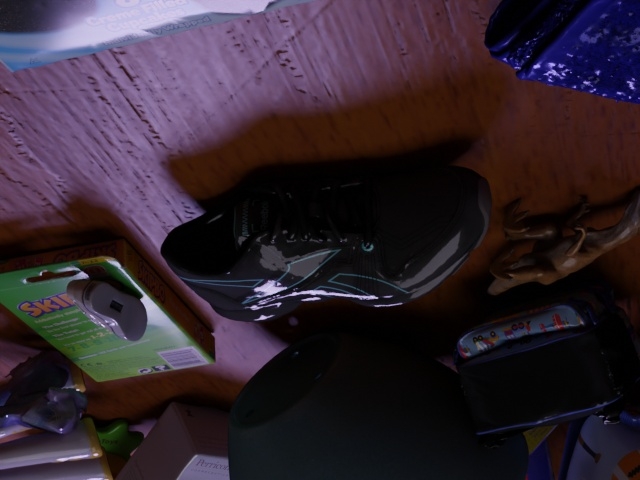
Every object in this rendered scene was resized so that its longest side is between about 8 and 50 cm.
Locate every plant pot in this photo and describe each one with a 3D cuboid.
[{"bbox_3d":[0.024,0.202,1.324,0.290,0.290,0.195,-24,113,38],"label":"plant pot"}]

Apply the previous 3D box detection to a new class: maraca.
[{"bbox_3d":[-0.270,0.270,1.597,0.127,0.099,0.186,1,131,-29],"label":"maraca"}]

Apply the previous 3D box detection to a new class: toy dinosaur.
[{"bbox_3d":[0.182,0.019,1.149,0.112,0.064,0.211,17,148,-39],"label":"toy dinosaur"}]

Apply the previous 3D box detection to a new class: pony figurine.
[{"bbox_3d":[-0.392,0.215,1.312,0.363,0.303,0.351,-15,165,-10],"label":"pony figurine"}]

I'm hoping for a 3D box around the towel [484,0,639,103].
[{"bbox_3d":[0.283,-0.131,0.828,0.308,0.076,0.227,9,153,-24],"label":"towel"}]

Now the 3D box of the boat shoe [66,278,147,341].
[{"bbox_3d":[-0.178,0.056,1.154,0.035,0.035,0.100,15,167,26],"label":"boat shoe"}]

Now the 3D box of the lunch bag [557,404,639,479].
[{"bbox_3d":[0.348,0.335,1.448,0.238,0.328,0.385,10,176,15],"label":"lunch bag"}]

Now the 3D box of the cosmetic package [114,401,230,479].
[{"bbox_3d":[-0.168,0.295,1.547,0.117,0.085,0.231,16,120,-41],"label":"cosmetic package"}]

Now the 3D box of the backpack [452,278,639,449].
[{"bbox_3d":[0.220,0.103,1.269,0.158,0.117,0.173,-19,-178,32],"label":"backpack"}]

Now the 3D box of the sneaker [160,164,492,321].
[{"bbox_3d":[0.000,0.000,1.047,0.267,0.101,0.106,-18,148,29],"label":"sneaker"}]

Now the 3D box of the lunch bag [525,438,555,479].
[{"bbox_3d":[0.249,0.375,1.723,0.138,0.221,0.293,-2,155,-3],"label":"lunch bag"}]

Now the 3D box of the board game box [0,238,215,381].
[{"bbox_3d":[-0.192,0.064,1.234,0.124,0.039,0.259,-10,156,11],"label":"board game box"}]

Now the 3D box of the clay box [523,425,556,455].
[{"bbox_3d":[0.164,0.223,1.446,0.053,0.222,0.127,46,161,-4],"label":"clay box"}]

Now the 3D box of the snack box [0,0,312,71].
[{"bbox_3d":[-0.060,-0.185,0.695,0.321,0.060,0.187,-11,153,16],"label":"snack box"}]
